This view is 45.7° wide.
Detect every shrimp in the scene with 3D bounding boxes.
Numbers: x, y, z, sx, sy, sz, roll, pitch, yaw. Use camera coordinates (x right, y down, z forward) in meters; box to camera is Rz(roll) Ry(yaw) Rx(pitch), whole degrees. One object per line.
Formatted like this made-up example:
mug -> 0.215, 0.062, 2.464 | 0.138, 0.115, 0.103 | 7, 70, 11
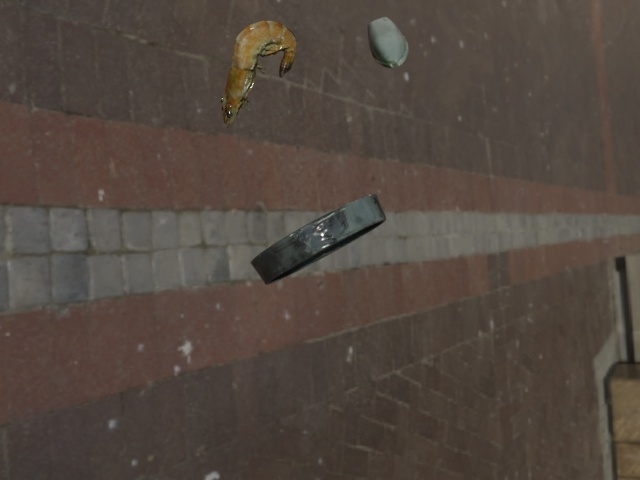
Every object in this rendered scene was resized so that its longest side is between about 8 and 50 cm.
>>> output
shrimp -> -0.153, -0.402, 1.863 | 0.169, 0.296, 0.058 | 0, 42, -29

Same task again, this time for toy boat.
toy boat -> 0.146, -0.416, 1.630 | 0.260, 0.078, 0.085 | -97, 165, -61

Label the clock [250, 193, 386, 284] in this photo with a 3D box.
clock -> 0.000, 0.000, 1.461 | 0.281, 0.281, 0.055 | -21, 82, -59
